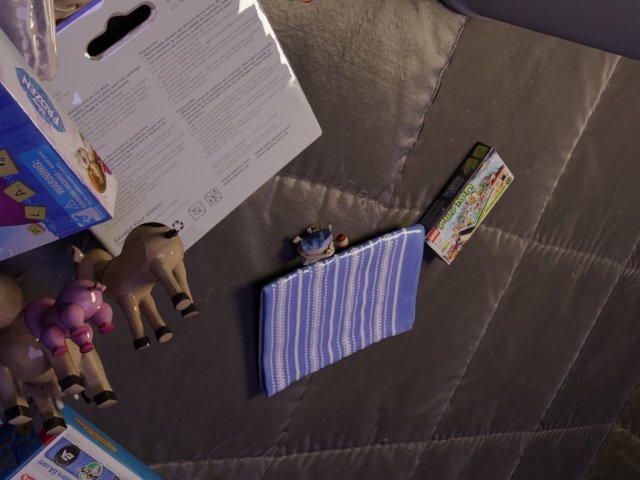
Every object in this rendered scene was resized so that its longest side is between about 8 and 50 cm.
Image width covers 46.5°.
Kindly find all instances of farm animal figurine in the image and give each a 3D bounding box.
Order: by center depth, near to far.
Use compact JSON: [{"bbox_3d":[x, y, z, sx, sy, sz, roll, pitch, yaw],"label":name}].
[{"bbox_3d":[-0.314,0.097,0.841,0.330,0.172,0.327,-21,157,-21],"label":"farm animal figurine"}]

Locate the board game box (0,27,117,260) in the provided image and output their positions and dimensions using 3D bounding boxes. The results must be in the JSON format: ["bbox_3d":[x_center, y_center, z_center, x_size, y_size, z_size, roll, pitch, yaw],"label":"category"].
[{"bbox_3d":[-0.398,-0.088,0.640,0.318,0.066,0.318,-20,135,9],"label":"board game box"}]

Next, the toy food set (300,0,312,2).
[{"bbox_3d":[-0.020,-0.346,0.952,0.083,0.020,0.082,-48,137,-7],"label":"toy food set"}]

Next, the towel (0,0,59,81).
[{"bbox_3d":[-0.371,-0.225,0.627,0.282,0.049,0.187,0,115,-11],"label":"towel"}]

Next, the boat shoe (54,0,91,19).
[{"bbox_3d":[-0.265,-0.275,0.712,0.341,0.110,0.121,-41,136,-11],"label":"boat shoe"}]

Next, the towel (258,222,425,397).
[{"bbox_3d":[0.043,0.117,1.274,0.336,0.040,0.243,-21,132,-31],"label":"towel"}]

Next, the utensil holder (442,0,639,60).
[{"bbox_3d":[0.383,-0.422,0.992,0.327,0.385,0.327,-22,129,-31],"label":"utensil holder"}]

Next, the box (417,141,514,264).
[{"bbox_3d":[0.263,-0.066,1.367,0.207,0.036,0.114,-53,137,-1],"label":"box"}]

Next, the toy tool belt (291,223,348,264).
[{"bbox_3d":[0.000,0.000,1.164,0.083,0.052,0.051,-24,126,-4],"label":"toy tool belt"}]

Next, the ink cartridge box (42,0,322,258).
[{"bbox_3d":[-0.186,-0.158,0.892,0.324,0.071,0.330,-41,132,-14],"label":"ink cartridge box"}]

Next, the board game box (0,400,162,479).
[{"bbox_3d":[-0.399,0.408,1.049,0.302,0.086,0.308,-42,136,-13],"label":"board game box"}]
